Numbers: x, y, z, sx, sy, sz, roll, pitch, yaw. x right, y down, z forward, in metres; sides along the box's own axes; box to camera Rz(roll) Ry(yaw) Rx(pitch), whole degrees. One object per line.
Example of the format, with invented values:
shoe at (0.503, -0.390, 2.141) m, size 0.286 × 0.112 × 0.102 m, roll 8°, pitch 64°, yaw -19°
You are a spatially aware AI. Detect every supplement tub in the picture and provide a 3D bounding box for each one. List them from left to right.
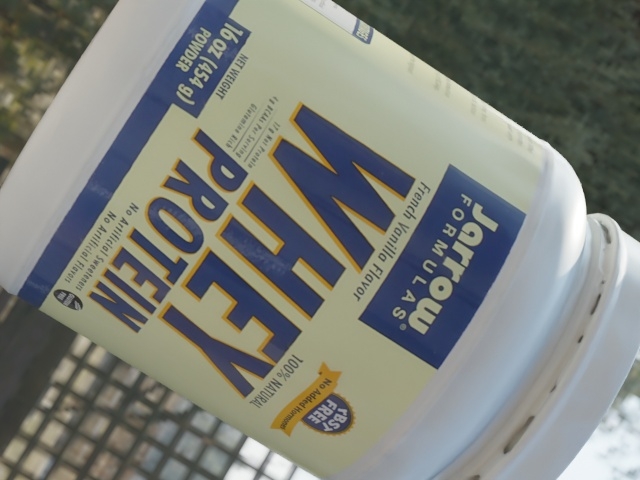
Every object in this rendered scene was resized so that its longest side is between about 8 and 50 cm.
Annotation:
supplement tub at (0.000, 0.000, 0.812) m, size 0.235 × 0.325 × 0.235 m, roll -56°, pitch -172°, yaw 12°
